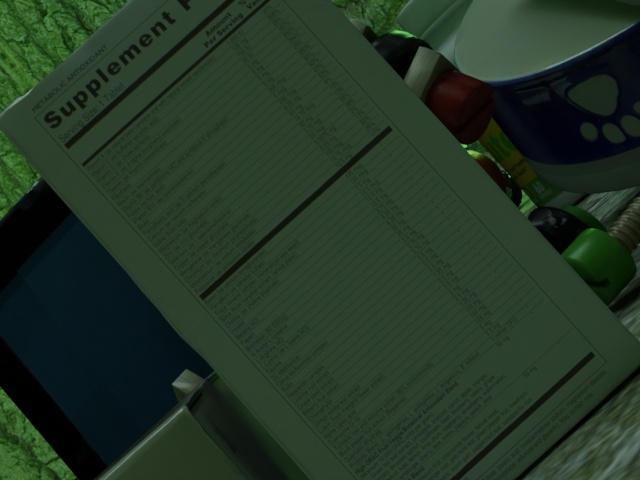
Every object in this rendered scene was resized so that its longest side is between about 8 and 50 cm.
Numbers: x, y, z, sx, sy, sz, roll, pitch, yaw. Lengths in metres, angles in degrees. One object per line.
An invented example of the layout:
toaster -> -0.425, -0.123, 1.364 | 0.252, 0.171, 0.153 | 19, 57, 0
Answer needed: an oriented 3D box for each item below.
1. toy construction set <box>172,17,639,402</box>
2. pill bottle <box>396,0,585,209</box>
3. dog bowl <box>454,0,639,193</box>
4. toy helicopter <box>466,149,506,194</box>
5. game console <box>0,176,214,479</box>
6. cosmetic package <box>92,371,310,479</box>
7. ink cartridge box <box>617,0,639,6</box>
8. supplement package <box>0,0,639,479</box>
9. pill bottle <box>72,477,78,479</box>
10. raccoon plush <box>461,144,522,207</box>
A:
toy construction set -> -0.025, 0.008, 0.765 | 0.237, 0.309, 0.257 | -46, -7, -19
pill bottle -> 0.190, -0.155, 1.283 | 0.136, 0.246, 0.136 | -42, -1, -1
dog bowl -> 0.223, -0.161, 0.900 | 0.265, 0.104, 0.265 | -35, 24, 18
toy helicopter -> 0.015, 0.028, 1.344 | 0.355, 0.235, 0.140 | -65, -8, 30
game console -> -0.060, 0.051, 0.911 | 0.250, 0.293, 0.173 | -28, 25, 12
cosmetic package -> -0.132, 0.208, 0.633 | 0.309, 0.113, 0.160 | -41, -1, 3
ink cartridge box -> 0.243, -0.274, 0.724 | 0.285, 0.166, 0.395 | -43, 29, -6
supplement package -> 0.000, 0.000, 0.585 | 0.139, 0.244, 0.134 | -41, -1, -2
pill bottle -> -0.266, 0.341, 1.510 | 0.123, 0.123, 0.219 | -41, -2, -37
raccoon plush -> 0.063, -0.066, 1.744 | 0.446, 0.299, 0.216 | -41, -1, -38
